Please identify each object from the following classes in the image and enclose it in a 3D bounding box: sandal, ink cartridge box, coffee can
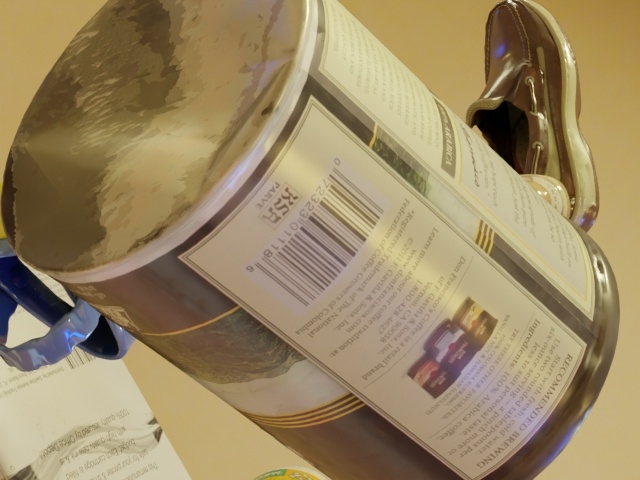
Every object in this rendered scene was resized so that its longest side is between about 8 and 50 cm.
[{"bbox_3d":[-0.168,0.028,1.481,0.126,0.317,0.138,-8,-95,37],"label":"sandal"},{"bbox_3d":[-0.294,0.222,1.893,0.166,0.285,0.395,-32,-94,24],"label":"ink cartridge box"},{"bbox_3d":[0.000,0.000,1.005,0.275,0.201,0.201,40,-13,-36],"label":"coffee can"}]

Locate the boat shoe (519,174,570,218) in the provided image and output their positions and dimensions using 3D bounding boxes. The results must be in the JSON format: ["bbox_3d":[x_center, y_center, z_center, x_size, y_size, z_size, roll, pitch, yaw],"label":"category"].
[{"bbox_3d":[0.085,-0.020,1.328,0.059,0.170,0.063,9,72,-65],"label":"boat shoe"}]

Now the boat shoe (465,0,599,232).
[{"bbox_3d":[0.180,-0.121,1.727,0.095,0.095,0.257,-53,-141,44],"label":"boat shoe"}]

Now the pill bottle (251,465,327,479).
[{"bbox_3d":[-0.035,0.286,1.839,0.117,0.117,0.208,50,11,-2],"label":"pill bottle"}]
